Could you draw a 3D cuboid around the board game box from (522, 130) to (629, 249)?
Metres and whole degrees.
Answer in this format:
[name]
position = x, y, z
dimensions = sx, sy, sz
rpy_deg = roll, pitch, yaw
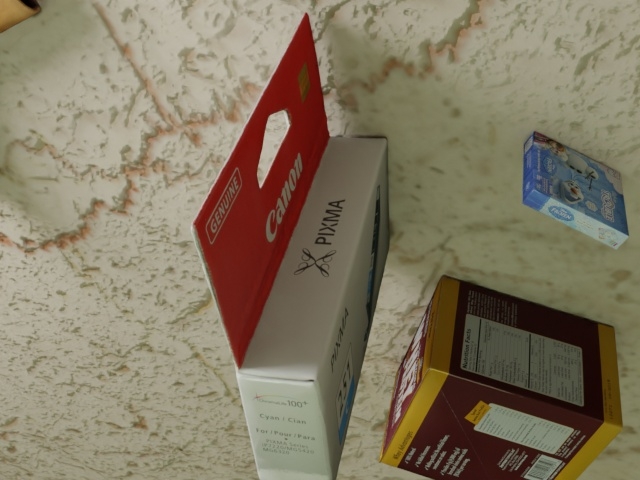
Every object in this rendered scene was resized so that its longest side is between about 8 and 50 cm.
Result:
[board game box]
position = 0.216, -0.045, 0.627
dimensions = 0.090, 0.090, 0.020
rpy_deg = 25, 132, -6

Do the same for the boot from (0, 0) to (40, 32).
[boot]
position = -0.372, -0.172, 0.724
dimensions = 0.280, 0.096, 0.264
rpy_deg = -23, 113, 24

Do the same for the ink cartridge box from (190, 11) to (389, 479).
[ink cartridge box]
position = 0.000, 0.000, 0.593
dimensions = 0.066, 0.296, 0.261
rpy_deg = 4, 132, 13

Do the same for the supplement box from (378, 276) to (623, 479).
[supplement box]
position = 0.188, 0.172, 0.803
dimensions = 0.194, 0.129, 0.191
rpy_deg = 17, 134, 2
